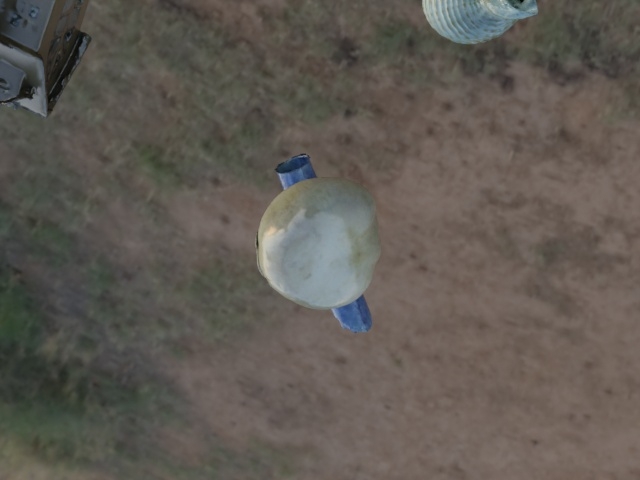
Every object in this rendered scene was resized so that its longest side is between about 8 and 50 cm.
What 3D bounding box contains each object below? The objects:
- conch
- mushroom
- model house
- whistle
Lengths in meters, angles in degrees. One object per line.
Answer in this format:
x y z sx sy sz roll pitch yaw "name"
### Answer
0.192 -0.305 1.372 0.153 0.102 0.135 -3 116 30 "conch"
0.000 0.000 1.288 0.154 0.154 0.122 39 -177 -23 "mushroom"
-0.351 -0.169 1.129 0.181 0.176 0.248 25 115 4 "model house"
0.009 0.012 1.801 0.062 0.062 0.304 -2 120 38 "whistle"
